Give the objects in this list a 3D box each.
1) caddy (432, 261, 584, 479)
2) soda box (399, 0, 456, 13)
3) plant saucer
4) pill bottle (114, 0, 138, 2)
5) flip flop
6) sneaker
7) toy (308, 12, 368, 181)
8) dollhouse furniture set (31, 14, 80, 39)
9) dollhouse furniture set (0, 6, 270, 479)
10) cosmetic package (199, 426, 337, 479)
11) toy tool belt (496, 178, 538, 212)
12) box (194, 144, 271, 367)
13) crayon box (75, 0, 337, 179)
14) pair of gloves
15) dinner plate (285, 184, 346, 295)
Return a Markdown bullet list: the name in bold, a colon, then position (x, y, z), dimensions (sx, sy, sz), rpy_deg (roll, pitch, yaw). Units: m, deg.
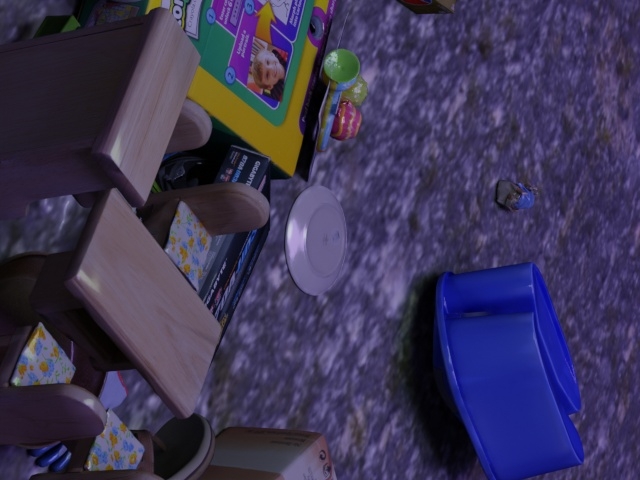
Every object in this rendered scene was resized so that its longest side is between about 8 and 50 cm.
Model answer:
- **caddy**: position (0.251, 0.191, 2.536), dimensions (0.241, 0.179, 0.341), rpy_deg (-84, 155, -53)
- **soda box**: position (0.115, -0.358, 2.392), dimensions (0.181, 0.061, 0.058), rpy_deg (25, 72, -55)
- **plant saucer**: position (-0.295, 0.110, 1.809), dimensions (0.198, 0.036, 0.198), rpy_deg (2, 87, -50)
- **pill bottle**: position (-0.255, -0.351, 1.742), dimensions (0.283, 0.160, 0.160), rpy_deg (24, 72, -55)
- **flip flop**: position (-0.213, 0.246, 1.872), dimensions (0.277, 0.112, 0.080), rpy_deg (-32, 106, -44)
- **sneaker**: position (-0.173, -0.044, 1.960), dimensions (0.188, 0.078, 0.067), rpy_deg (-45, 127, -46)
- **toy**: position (0.027, -0.165, 2.171), dimensions (0.237, 0.056, 0.137), rpy_deg (92, 12, -73)
- **dollhouse furniture set**: position (-0.248, -0.156, 1.842), dimensions (0.151, 0.076, 0.058), rpy_deg (59, 47, -39)
- **dollhouse furniture set**: position (-0.174, 0.002, 1.645), dimensions (0.394, 0.256, 0.362), rpy_deg (56, 39, -40)
- **cosmetic package**: position (-0.115, 0.336, 2.008), dimensions (0.296, 0.153, 0.129), rpy_deg (-41, 123, -50)
- **toy tool belt**: position (0.304, -0.067, 2.704), dimensions (0.083, 0.051, 0.052), rpy_deg (10, 84, -57)
- **box**: position (-0.117, 0.029, 2.004), dimensions (0.175, 0.051, 0.220), rpy_deg (93, 18, -61)
- **crayon box**: position (-0.111, -0.294, 2.015), dimensions (0.313, 0.106, 0.363), rpy_deg (37, 61, -50)
- **pair of gloves**: position (-0.242, 0.226, 1.923), dimensions (0.159, 0.023, 0.198), rpy_deg (-45, 128, -46)
- **dinner plate**: position (0.000, 0.000, 2.282), dimensions (0.141, 0.017, 0.141), rpy_deg (-7, 98, -58)
